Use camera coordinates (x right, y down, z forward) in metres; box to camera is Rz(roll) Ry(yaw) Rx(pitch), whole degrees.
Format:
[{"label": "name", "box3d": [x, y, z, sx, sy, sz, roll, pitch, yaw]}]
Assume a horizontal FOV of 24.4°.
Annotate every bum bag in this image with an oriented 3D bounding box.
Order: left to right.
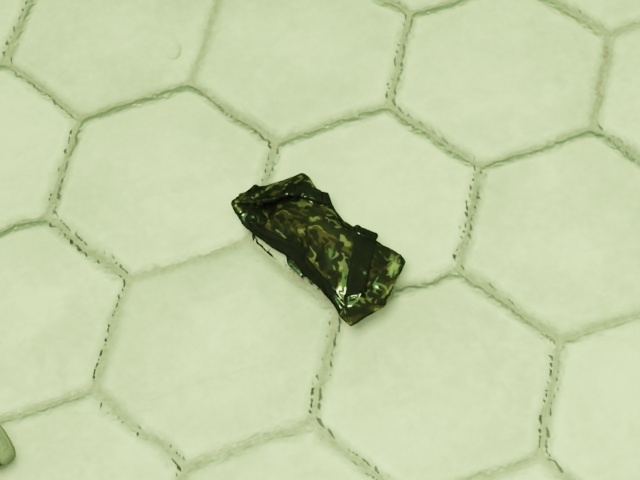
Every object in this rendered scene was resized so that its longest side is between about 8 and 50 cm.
[{"label": "bum bag", "box3d": [0.001, 0.000, 1.726, 0.102, 0.069, 0.248, -23, 53, -34]}]

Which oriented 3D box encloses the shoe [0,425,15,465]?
[{"label": "shoe", "box3d": [-0.450, 0.211, 1.632, 0.228, 0.099, 0.125, 21, 57, 23]}]
